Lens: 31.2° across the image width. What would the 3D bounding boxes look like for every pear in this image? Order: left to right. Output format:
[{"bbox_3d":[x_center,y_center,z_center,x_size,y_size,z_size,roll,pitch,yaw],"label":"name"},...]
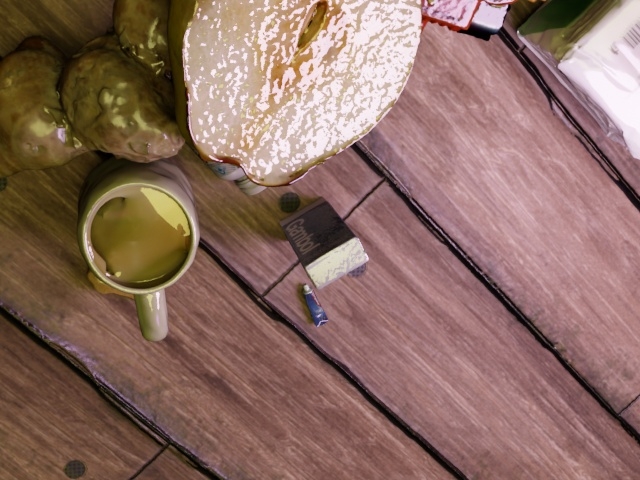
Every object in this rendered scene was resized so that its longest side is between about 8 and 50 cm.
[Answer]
[{"bbox_3d":[-0.056,-0.283,1.519,0.340,0.191,0.386,29,100,-37],"label":"pear"}]

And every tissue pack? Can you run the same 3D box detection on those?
[{"bbox_3d":[0.526,-0.341,1.768,0.356,0.194,0.266,-45,115,7],"label":"tissue pack"}]

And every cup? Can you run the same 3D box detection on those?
[{"bbox_3d":[-0.242,0.002,1.658,0.173,0.202,0.255,-32,109,0],"label":"cup"}]

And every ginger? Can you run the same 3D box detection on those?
[{"bbox_3d":[-0.331,-0.200,1.592,0.375,0.176,0.256,-20,74,14],"label":"ginger"}]

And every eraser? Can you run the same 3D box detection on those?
[{"bbox_3d":[0.000,0.000,1.753,0.091,0.212,0.046,-30,114,-3],"label":"eraser"}]

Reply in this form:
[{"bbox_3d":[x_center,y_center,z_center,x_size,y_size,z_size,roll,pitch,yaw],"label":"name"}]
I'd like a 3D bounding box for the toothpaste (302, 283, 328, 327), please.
[{"bbox_3d":[-0.011,0.106,1.898,0.027,0.019,0.083,-36,119,-25],"label":"toothpaste"}]

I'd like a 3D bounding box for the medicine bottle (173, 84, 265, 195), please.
[{"bbox_3d":[-0.143,-0.161,1.710,0.107,0.107,0.191,-40,115,3],"label":"medicine bottle"}]

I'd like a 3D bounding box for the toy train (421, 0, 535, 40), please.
[{"bbox_3d":[0.150,-0.413,1.664,0.369,0.163,0.232,14,119,-19],"label":"toy train"}]

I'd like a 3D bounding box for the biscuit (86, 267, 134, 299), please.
[{"bbox_3d":[-0.277,-0.011,1.774,0.165,0.036,0.226,18,105,-19],"label":"biscuit"}]
